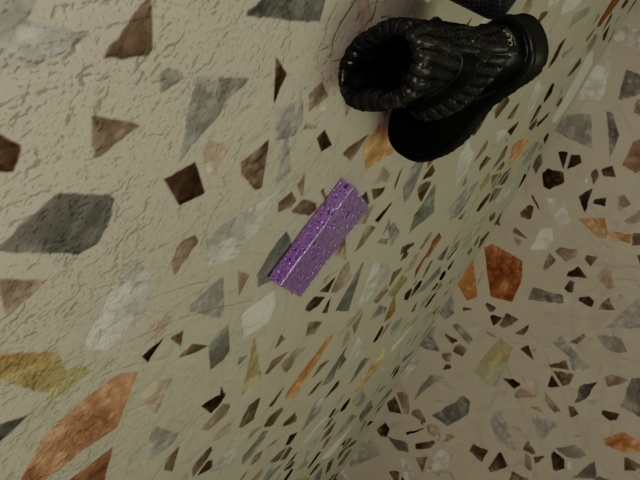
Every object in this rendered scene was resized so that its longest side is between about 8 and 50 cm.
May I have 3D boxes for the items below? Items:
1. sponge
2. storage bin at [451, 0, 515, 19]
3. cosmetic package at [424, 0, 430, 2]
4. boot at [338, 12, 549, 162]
[{"bbox_3d":[0.000,0.000,1.175,0.210,0.031,0.117,-53,158,-4],"label":"sponge"},{"bbox_3d":[0.249,-0.421,0.948,0.180,0.122,0.084,-54,158,-1],"label":"storage bin"},{"bbox_3d":[0.172,-0.445,0.772,0.309,0.113,0.160,-48,157,-13],"label":"cosmetic package"},{"bbox_3d":[0.130,-0.210,0.986,0.260,0.131,0.348,-17,165,-31],"label":"boot"}]
